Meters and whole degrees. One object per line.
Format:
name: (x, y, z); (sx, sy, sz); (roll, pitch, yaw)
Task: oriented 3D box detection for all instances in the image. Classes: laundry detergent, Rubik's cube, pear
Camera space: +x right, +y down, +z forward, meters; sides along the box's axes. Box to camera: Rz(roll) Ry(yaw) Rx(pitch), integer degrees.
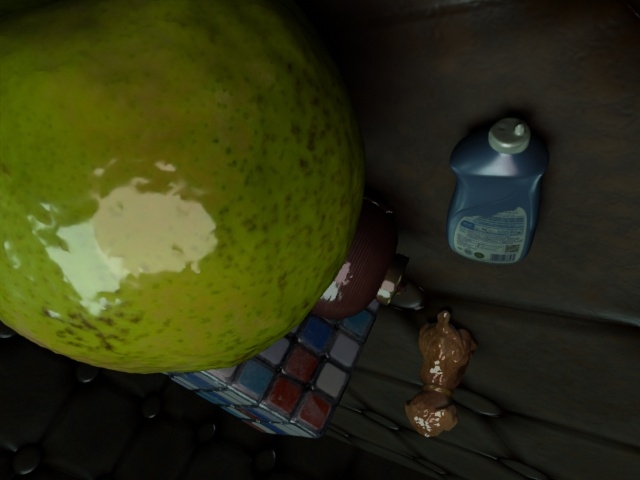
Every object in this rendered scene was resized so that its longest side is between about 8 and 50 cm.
laundry detergent: (0.179, -0.049, 0.565); (0.097, 0.061, 0.206); (21, 155, 21)
Rubik's cube: (-0.105, 0.151, 0.982); (0.287, 0.291, 0.293); (34, 153, -12)
pear: (-0.140, -0.054, 0.508); (0.391, 0.391, 0.391); (23, 155, 11)

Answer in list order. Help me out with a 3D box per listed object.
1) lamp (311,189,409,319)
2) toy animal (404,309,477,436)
lamp: (0.000, 0.000, 0.730); (0.258, 0.180, 0.180); (24, 155, 7)
toy animal: (0.195, 0.231, 0.948); (0.104, 0.185, 0.183); (16, 153, 29)
